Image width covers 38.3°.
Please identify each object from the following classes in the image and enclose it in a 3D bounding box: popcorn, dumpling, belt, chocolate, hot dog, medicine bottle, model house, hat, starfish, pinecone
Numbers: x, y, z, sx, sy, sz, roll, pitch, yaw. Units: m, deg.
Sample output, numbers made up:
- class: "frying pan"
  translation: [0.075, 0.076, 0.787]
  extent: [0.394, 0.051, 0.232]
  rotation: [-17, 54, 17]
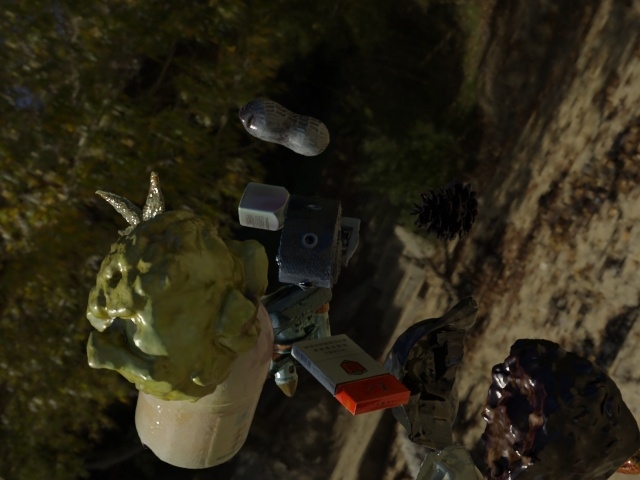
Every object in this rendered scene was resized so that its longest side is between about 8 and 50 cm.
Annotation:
- class: "popcorn"
  translation: [-0.188, 0.089, 1.194]
  extent: [0.255, 0.195, 0.256]
  rotation: [-15, -72, -28]
- class: "dumpling"
  translation: [0.239, 0.480, 1.732]
  extent: [0.111, 0.155, 0.181]
  rotation: [117, 139, -74]
- class: "belt"
  translation: [-0.001, 0.000, 1.525]
  extent: [0.218, 0.128, 0.122]
  rotation: [-78, -6, -65]
- class: "chocolate"
  translation: [0.269, 0.256, 1.204]
  extent: [0.177, 0.206, 0.224]
  rotation: [-30, -25, -27]
- class: "hot dog"
  translation: [0.546, 0.402, 1.703]
  extent: [0.038, 0.062, 0.144]
  rotation: [-27, -1, -17]
- class: "medicine bottle"
  translation: [-0.212, 0.219, 1.743]
  extent: [0.235, 0.236, 0.406]
  rotation: [-56, -12, -49]
- class: "model house"
  translation: [-0.075, 0.266, 2.383]
  extent: [0.253, 0.184, 0.291]
  rotation: [-30, -64, -55]
- class: "hat"
  translation: [0.248, 0.269, 2.123]
  extent: [0.381, 0.257, 0.366]
  rotation: [-118, 38, -75]
- class: "starfish"
  translation: [-0.456, -0.033, 2.536]
  extent: [0.358, 0.347, 0.078]
  rotation: [-27, 28, 47]
- class: "medicine bottle"
  translation: [-0.085, -0.060, 1.695]
  extent: [0.055, 0.118, 0.074]
  rotation: [88, -166, -46]
- class: "pinecone"
  translation: [0.315, -0.076, 2.393]
  extent: [0.163, 0.165, 0.163]
  rotation: [179, 90, -77]
- class: "chocolate"
  translation: [-0.064, -0.200, 1.624]
  extent: [0.072, 0.167, 0.072]
  rotation: [-160, 90, -84]

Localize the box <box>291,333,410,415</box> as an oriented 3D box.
- class: "box"
  translation: [0.058, 0.270, 1.894]
  extent: [0.139, 0.245, 0.035]
  rotation: [-5, -64, -31]
